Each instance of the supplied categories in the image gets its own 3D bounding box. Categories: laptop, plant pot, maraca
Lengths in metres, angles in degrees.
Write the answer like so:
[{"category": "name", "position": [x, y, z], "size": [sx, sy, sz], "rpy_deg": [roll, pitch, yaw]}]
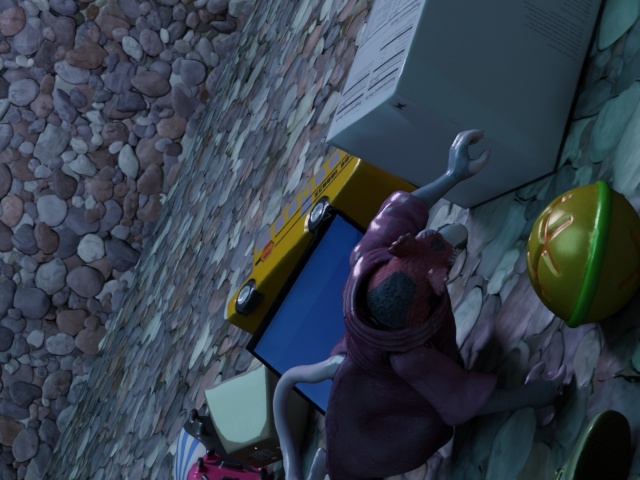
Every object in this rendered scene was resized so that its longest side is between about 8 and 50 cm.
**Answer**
[{"category": "laptop", "position": [0.027, 0.134, 1.423], "size": [0.234, 0.137, 0.264], "rpy_deg": [-59, 17, 22]}, {"category": "plant pot", "position": [-0.079, 0.241, 1.627], "size": [0.109, 0.109, 0.096], "rpy_deg": [-25, 54, 22]}, {"category": "maraca", "position": [0.227, 0.013, 1.052], "size": [0.186, 0.099, 0.127], "rpy_deg": [22, -97, -85]}]

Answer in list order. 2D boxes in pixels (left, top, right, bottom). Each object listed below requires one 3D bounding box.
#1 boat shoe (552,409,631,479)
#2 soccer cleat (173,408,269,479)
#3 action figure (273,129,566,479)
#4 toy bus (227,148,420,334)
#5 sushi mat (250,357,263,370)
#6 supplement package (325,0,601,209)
[{"category": "boat shoe", "position": [0.200, 0.194, 0.948], "size": [0.045, 0.050, 0.135], "rpy_deg": [2, 68, 67]}, {"category": "soccer cleat", "position": [-0.145, 0.354, 1.730], "size": [0.331, 0.116, 0.143], "rpy_deg": [-132, 52, -75]}, {"category": "action figure", "position": [0.060, 0.070, 1.118], "size": [0.370, 0.276, 0.248], "rpy_deg": [78, 175, -68]}, {"category": "toy bus", "position": [0.000, 0.000, 1.692], "size": [0.332, 0.108, 0.130], "rpy_deg": [-48, 26, 31]}, {"category": "sushi mat", "position": [-0.024, 0.085, 1.864], "size": [0.316, 0.019, 0.151], "rpy_deg": [-44, 27, 51]}, {"category": "supplement package", "position": [0.163, -0.208, 1.372], "size": [0.198, 0.199, 0.262], "rpy_deg": [-27, 42, 66]}]
